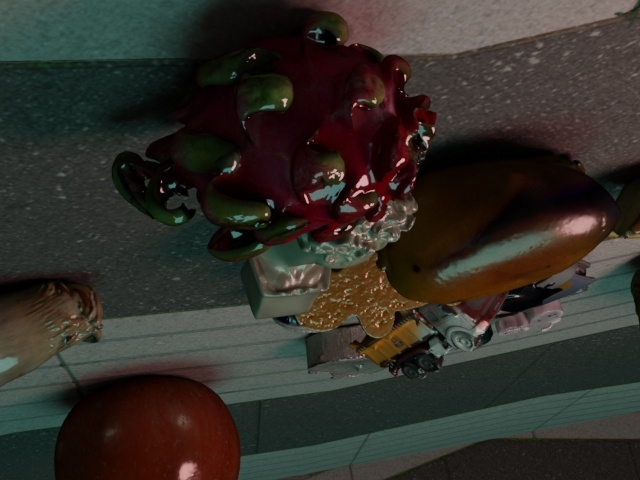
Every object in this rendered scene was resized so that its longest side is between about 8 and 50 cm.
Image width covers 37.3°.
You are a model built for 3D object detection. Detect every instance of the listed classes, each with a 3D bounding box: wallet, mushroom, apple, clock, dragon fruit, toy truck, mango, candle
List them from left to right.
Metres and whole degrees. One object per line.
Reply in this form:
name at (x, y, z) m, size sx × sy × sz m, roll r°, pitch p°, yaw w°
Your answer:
mushroom at (-0.472, 0.142, 1.210) m, size 0.396 × 0.126 × 0.177 m, roll -17°, pitch 168°, yaw 12°
apple at (-0.313, 0.401, 1.726) m, size 0.348 × 0.277 × 0.348 m, roll -11°, pitch 159°, yaw -4°
dragon fruit at (-0.038, -0.075, 0.815) m, size 0.198 × 0.218 × 0.272 m, roll 40°, pitch 143°, yaw -16°
candle at (0.071, 0.199, 1.706) m, size 0.168 × 0.068 × 0.192 m, roll -18°, pitch 160°, yaw 24°
toy truck at (0.162, 0.117, 1.441) m, size 0.114 × 0.135 × 0.270 m, roll -52°, pitch -175°, yaw -35°
mango at (0.199, -0.019, 1.117) m, size 0.287 × 0.153 × 0.201 m, roll -18°, pitch 148°, yaw 8°
wallet at (0.325, 0.067, 1.506) m, size 0.170 × 0.069 × 0.231 m, roll -25°, pitch 158°, yaw 33°
clock at (0.396, 0.149, 1.790) m, size 0.129 × 0.041 × 0.087 m, roll -24°, pitch 153°, yaw 17°

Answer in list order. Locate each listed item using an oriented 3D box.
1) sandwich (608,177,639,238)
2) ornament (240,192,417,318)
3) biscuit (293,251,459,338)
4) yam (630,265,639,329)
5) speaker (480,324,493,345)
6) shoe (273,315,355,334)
sandwich at (0.484, -0.052, 1.264) m, size 0.257 × 0.096 × 0.094 m, roll -3°, pitch 163°, yaw -26°
ornament at (-0.015, -0.002, 1.090) m, size 0.130 × 0.121 × 0.285 m, roll -2°, pitch 159°, yaw -37°
biscuit at (0.074, 0.051, 1.247) m, size 0.240 × 0.158 × 0.035 m, roll -17°, pitch -161°, yaw -7°
yam at (0.671, 0.112, 1.645) m, size 0.195 × 0.195 × 0.300 m, roll -28°, pitch 154°, yaw 36°
speaker at (0.272, 0.137, 1.651) m, size 0.060 × 0.075 × 0.094 m, roll -1°, pitch 147°, yaw -26°
shoe at (0.015, 0.060, 1.325) m, size 0.207 × 0.092 × 0.106 m, roll -20°, pitch 129°, yaw 22°
